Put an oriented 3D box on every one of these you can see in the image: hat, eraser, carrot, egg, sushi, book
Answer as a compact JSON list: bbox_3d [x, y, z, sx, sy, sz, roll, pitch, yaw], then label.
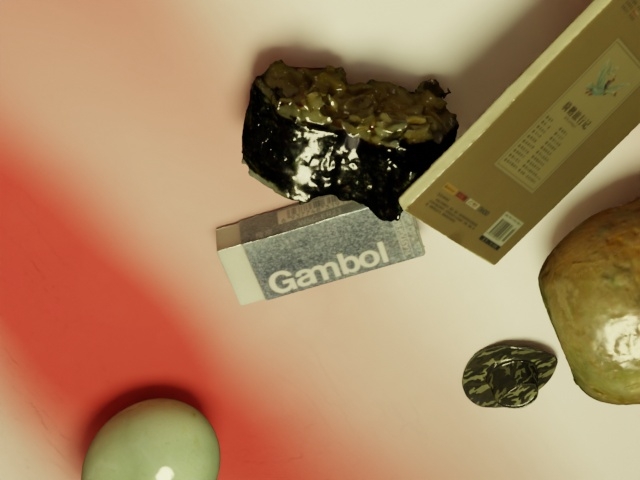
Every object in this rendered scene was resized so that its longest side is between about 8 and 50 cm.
[{"bbox_3d":[0.232,0.174,1.642,0.121,0.050,0.121,-3,132,-4],"label":"hat"},{"bbox_3d":[0.000,0.000,1.467,0.212,0.046,0.092,-16,129,5],"label":"eraser"},{"bbox_3d":[0.412,0.042,1.450,0.341,0.224,0.224,-20,129,7],"label":"carrot"},{"bbox_3d":[-0.200,0.268,1.591,0.149,0.149,0.192,25,128,-26],"label":"egg"},{"bbox_3d":[0.031,-0.098,1.327,0.212,0.147,0.115,11,127,-13],"label":"sushi"},{"bbox_3d":[0.233,-0.113,1.328,0.310,0.021,0.217,-46,147,11],"label":"book"}]
